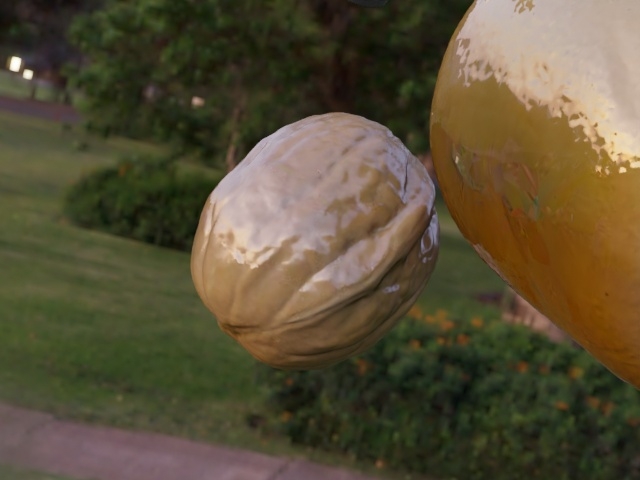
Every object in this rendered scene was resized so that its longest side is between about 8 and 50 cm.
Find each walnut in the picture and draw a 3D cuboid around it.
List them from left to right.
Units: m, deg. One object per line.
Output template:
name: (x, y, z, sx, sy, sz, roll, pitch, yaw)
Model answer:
walnut: (0.000, 0.000, 1.432, 0.261, 0.225, 0.225, -41, 40, -23)

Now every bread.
bread: (0.249, -0.068, 1.239, 0.253, 0.348, 0.376, -6, 30, -23)

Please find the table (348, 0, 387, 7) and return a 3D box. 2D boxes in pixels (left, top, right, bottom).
table: (0.035, -0.327, 1.721, 0.133, 0.043, 0.133, 25, 35, -20)
